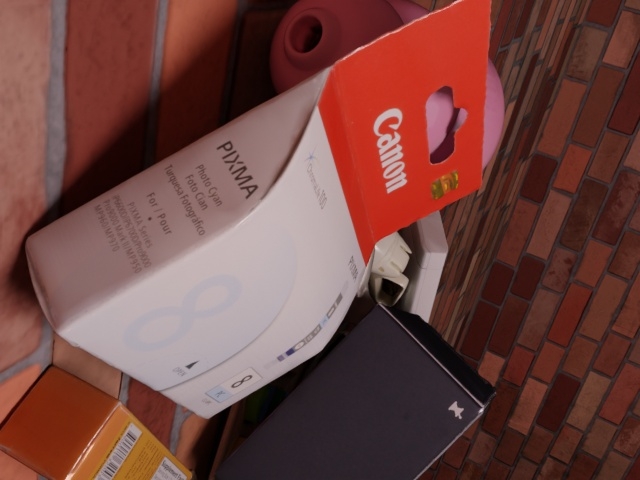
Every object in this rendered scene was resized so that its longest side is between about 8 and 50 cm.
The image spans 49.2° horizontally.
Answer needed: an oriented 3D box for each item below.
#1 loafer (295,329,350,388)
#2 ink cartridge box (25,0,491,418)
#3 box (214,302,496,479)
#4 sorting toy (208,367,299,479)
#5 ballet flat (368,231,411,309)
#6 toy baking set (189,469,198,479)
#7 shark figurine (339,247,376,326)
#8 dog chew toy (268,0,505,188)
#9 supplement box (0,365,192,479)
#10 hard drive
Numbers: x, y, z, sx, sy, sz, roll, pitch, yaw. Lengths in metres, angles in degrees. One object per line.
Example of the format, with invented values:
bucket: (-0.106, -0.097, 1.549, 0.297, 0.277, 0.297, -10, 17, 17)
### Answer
loafer: (-0.014, 0.296, 1.154, 0.319, 0.112, 0.111, -68, 156, -16)
ink cartridge box: (0.000, 0.000, 0.610, 0.385, 0.091, 0.308, -29, 153, -3)
box: (0.064, 0.249, 0.930, 0.296, 0.183, 0.294, -47, 163, 5)
sorting toy: (-0.091, 0.271, 0.992, 0.193, 0.038, 0.208, 52, 57, -68)
ballet flat: (0.090, 0.032, 1.103, 0.107, 0.106, 0.316, -56, 158, -22)
toy baking set: (-0.206, 0.427, 0.868, 0.197, 0.030, 0.256, -6, 97, -64)
shark figurine: (0.049, 0.052, 0.956, 0.166, 0.116, 0.278, 12, 108, -45)
dog chew toy: (0.065, -0.152, 0.718, 0.332, 0.206, 0.206, 14, 100, -62)
supplement box: (-0.192, 0.200, 0.633, 0.080, 0.078, 0.233, -58, 160, -28)
hard drive: (0.158, 0.083, 1.268, 0.233, 0.047, 0.353, -91, -174, -51)
